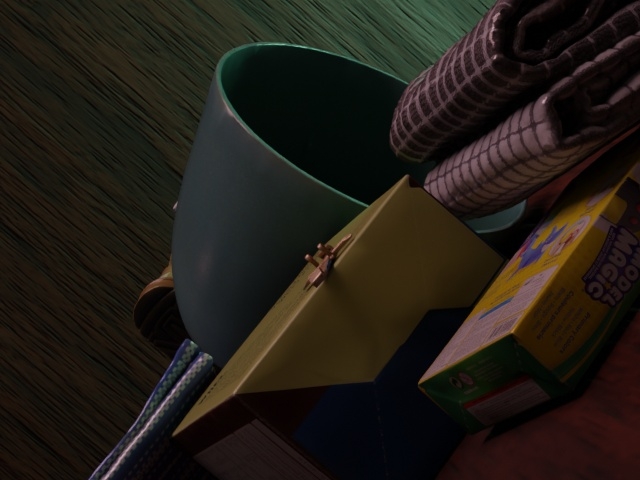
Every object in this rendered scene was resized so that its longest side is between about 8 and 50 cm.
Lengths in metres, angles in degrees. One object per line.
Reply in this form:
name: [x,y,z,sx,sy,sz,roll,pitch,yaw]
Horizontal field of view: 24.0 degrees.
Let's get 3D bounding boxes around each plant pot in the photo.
plant pot: [0.000,0.000,1.337,0.235,0.293,0.293,-63,-4,26]

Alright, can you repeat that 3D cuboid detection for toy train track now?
toy train track: [-0.001,0.014,0.970,0.048,0.014,0.083,-48,5,11]

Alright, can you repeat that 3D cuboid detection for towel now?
towel: [-0.144,0.243,1.215,0.243,0.040,0.336,-52,-22,-22]
towel: [0.194,-0.138,0.992,0.284,0.121,0.235,-33,-3,-18]

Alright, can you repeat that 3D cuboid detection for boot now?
boot: [-0.065,0.073,1.535,0.089,0.236,0.269,-39,9,20]

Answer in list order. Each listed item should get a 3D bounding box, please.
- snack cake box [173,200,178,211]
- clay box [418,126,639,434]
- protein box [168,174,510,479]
snack cake box: [-0.025,-0.002,1.726,0.089,0.264,0.152,-49,3,23]
clay box: [0.160,0.010,0.907,0.222,0.053,0.127,-48,3,-28]
protein box: [0.023,0.093,1.056,0.200,0.136,0.201,-51,4,-23]
